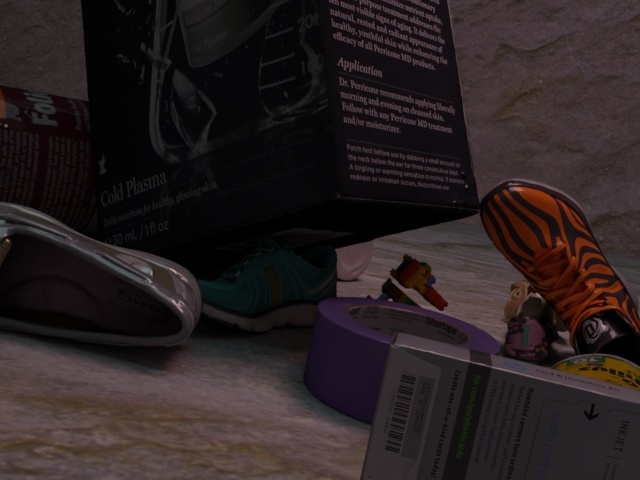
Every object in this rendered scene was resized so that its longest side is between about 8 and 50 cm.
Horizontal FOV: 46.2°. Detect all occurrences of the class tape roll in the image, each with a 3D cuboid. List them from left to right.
[{"bbox_3d":[0.081,0.121,0.765,0.189,0.080,0.189,11,9,-2],"label":"tape roll"}]

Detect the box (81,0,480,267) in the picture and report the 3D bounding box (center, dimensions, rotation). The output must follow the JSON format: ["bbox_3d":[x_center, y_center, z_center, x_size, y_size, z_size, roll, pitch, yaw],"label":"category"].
[{"bbox_3d":[-0.079,-0.226,1.045,0.480,0.472,0.297,-14,-12,42],"label":"box"}]

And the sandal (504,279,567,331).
[{"bbox_3d":[0.344,0.117,1.260,0.079,0.088,0.240,-20,3,-2],"label":"sandal"}]

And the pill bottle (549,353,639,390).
[{"bbox_3d":[0.201,0.158,0.548,0.117,0.118,0.208,14,9,21],"label":"pill bottle"}]

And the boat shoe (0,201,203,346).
[{"bbox_3d":[-0.275,0.038,0.736,0.320,0.118,0.103,17,3,-6],"label":"boat shoe"}]

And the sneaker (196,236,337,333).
[{"bbox_3d":[-0.078,0.049,0.936,0.107,0.110,0.275,18,11,38],"label":"sneaker"}]

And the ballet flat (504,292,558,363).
[{"bbox_3d":[0.309,0.119,1.091,0.077,0.079,0.221,11,7,18],"label":"ballet flat"}]

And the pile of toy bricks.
[{"bbox_3d":[0.126,0.094,1.015,0.105,0.118,0.212,42,-2,11],"label":"pile of toy bricks"}]

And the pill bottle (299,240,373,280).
[{"bbox_3d":[0.000,0.000,1.378,0.108,0.108,0.180,4,11,-43],"label":"pill bottle"}]

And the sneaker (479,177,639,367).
[{"bbox_3d":[0.340,0.060,0.993,0.321,0.124,0.180,41,25,-17],"label":"sneaker"}]

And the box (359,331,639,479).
[{"bbox_3d":[0.117,0.144,0.429,0.186,0.145,0.038,12,9,10],"label":"box"}]

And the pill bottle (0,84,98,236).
[{"bbox_3d":[-0.490,-0.128,1.171,0.392,0.224,0.224,5,10,-37],"label":"pill bottle"}]
